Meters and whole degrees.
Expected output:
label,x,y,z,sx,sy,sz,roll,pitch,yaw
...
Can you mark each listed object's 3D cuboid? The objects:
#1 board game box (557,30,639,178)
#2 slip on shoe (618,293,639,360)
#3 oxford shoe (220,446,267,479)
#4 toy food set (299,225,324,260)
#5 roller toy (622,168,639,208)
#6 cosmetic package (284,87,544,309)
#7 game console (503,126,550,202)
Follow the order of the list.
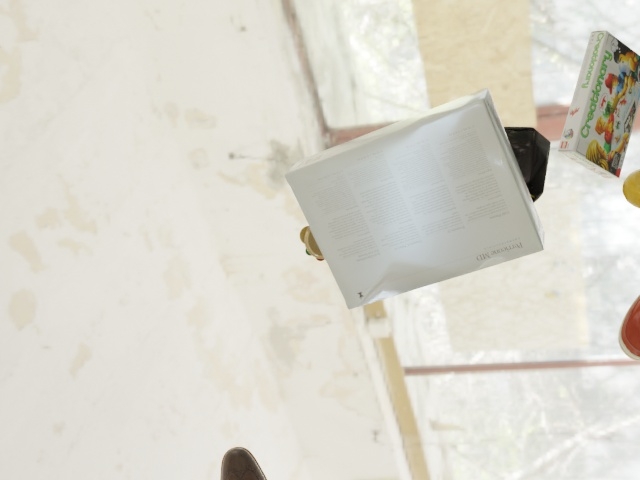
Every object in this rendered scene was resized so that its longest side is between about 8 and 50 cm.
label,x,y,z,sx,sy,sz,roll,pitch,yaw
board game box,0.686,-0.324,2.110,0.192,0.053,0.306,20,-97,-35
slip on shoe,0.749,0.115,1.827,0.123,0.331,0.101,46,-179,24
oxford shoe,-0.124,0.486,1.565,0.098,0.096,0.271,91,163,-55
toy food set,0.000,0.000,1.844,0.020,0.083,0.083,-3,112,63
roller toy,0.505,-0.073,1.099,0.191,0.209,0.146,-46,-44,-37
cosmetic package,0.167,-0.065,1.542,0.285,0.377,0.097,66,-157,-14
game console,0.294,-0.163,1.843,0.213,0.361,0.044,-68,-26,-43
